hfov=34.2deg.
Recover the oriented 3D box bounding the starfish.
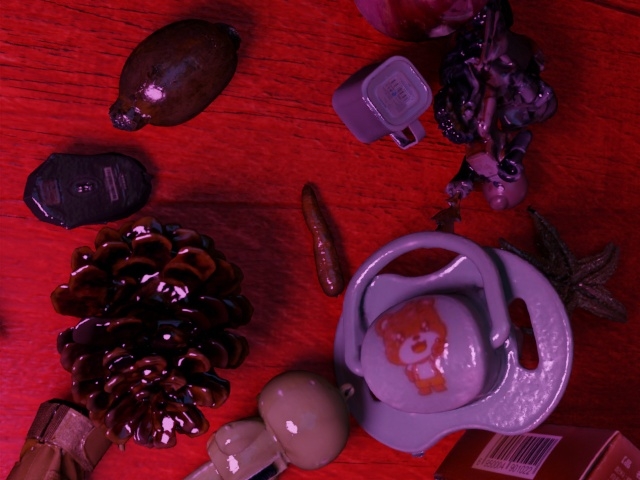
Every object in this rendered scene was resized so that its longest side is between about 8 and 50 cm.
[{"bbox_3d":[0.358,0.061,1.533,0.227,0.043,0.240,44,55,4],"label":"starfish"}]

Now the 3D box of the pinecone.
[{"bbox_3d":[-0.199,0.114,1.231,0.246,0.292,0.246,-4,125,-6],"label":"pinecone"}]

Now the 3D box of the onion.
[{"bbox_3d":[0.142,-0.362,1.428,0.207,0.200,0.200,-4,85,7],"label":"onion"}]

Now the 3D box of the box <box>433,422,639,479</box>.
[{"bbox_3d":[0.381,0.402,1.353,0.385,0.344,0.122,43,72,-9],"label":"box"}]

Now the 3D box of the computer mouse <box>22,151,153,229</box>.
[{"bbox_3d":[-0.299,-0.064,1.335,0.172,0.057,0.099,-11,86,-31],"label":"computer mouse"}]

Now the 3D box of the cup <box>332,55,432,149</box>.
[{"bbox_3d":[0.094,-0.182,1.440,0.095,0.129,0.128,-40,100,-11],"label":"cup"}]

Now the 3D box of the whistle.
[{"bbox_3d":[-0.087,0.261,1.349,0.294,0.141,0.141,-24,92,-1],"label":"whistle"}]

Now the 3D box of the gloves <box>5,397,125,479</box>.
[{"bbox_3d":[-0.340,0.355,1.225,0.141,0.154,0.331,25,71,-30],"label":"gloves"}]

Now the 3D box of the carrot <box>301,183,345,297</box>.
[{"bbox_3d":[0.002,0.000,1.437,0.036,0.036,0.165,-12,86,-19],"label":"carrot"}]

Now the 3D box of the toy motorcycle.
[{"bbox_3d":[0.237,-0.169,1.456,0.207,0.134,0.401,41,53,-28],"label":"toy motorcycle"}]

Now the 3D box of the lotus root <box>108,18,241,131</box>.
[{"bbox_3d":[-0.191,-0.215,1.356,0.209,0.120,0.120,-43,98,-18],"label":"lotus root"}]

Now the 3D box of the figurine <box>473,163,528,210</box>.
[{"bbox_3d":[0.269,-0.081,1.516,0.083,0.071,0.067,-44,140,-10],"label":"figurine"}]

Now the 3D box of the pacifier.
[{"bbox_3d":[0.185,0.130,1.393,0.269,0.343,0.288,1,76,-60],"label":"pacifier"}]
